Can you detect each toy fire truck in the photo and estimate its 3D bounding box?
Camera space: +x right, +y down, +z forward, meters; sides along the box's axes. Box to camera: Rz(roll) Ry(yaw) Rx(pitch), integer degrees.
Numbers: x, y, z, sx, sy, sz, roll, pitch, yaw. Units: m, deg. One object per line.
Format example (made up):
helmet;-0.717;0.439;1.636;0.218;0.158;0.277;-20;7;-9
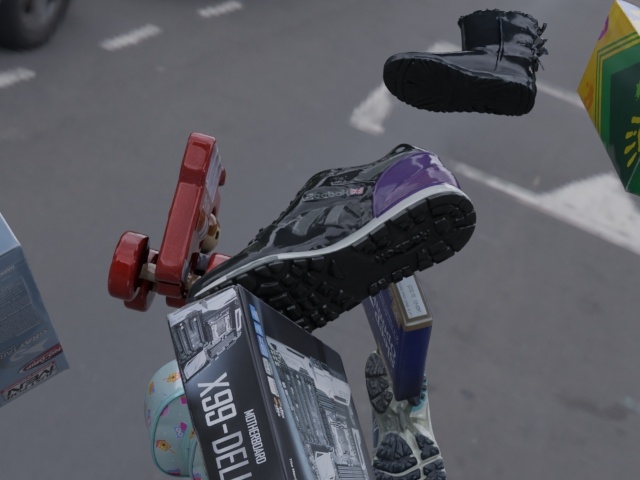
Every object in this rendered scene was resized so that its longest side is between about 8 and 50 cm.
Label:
toy fire truck;-0.187;-0.010;2.105;0.169;0.254;0.302;15;-9;4

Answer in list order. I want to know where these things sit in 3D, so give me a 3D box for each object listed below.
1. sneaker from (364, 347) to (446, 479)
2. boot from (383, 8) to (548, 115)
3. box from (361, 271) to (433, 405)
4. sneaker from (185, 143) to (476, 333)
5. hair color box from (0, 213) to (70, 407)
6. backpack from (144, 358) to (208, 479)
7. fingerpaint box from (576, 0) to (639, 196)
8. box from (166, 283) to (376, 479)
sneaker;0.123;0.290;2.044;0.110;0.283;0.122;-2;-10;5
boot;0.111;-0.138;1.066;0.121;0.045;0.099;9;42;4
box;0.081;0.085;1.577;0.036;0.225;0.136;-14;60;-7
sneaker;0.000;0.000;1.373;0.283;0.107;0.124;-23;43;-5
hair color box;-0.408;0.041;1.659;0.113;0.374;0.185;-31;69;-14
backpack;-0.127;0.229;1.795;0.188;0.166;0.144;3;34;-10
fingerpaint box;0.606;-0.140;1.946;0.444;0.163;0.371;16;25;-9
box;-0.018;0.219;1.241;0.242;0.076;0.307;40;30;-60
